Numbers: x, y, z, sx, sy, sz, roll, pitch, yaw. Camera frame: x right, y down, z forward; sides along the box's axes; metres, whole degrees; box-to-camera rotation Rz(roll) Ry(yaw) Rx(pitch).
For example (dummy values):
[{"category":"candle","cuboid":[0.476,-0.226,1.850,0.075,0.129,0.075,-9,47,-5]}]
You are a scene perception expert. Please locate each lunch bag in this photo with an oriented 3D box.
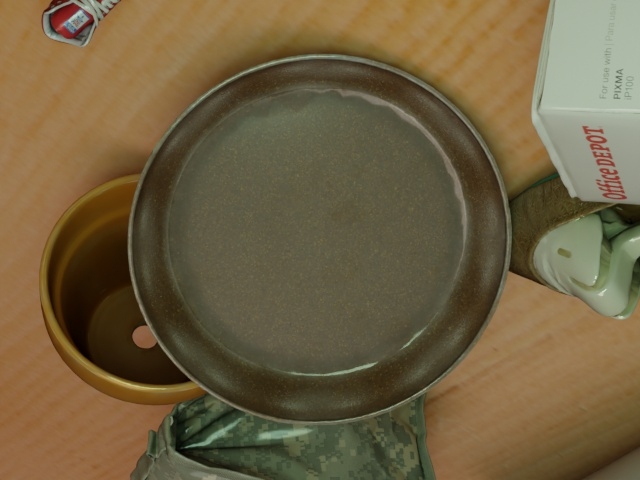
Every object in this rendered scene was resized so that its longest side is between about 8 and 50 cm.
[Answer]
[{"category":"lunch bag","cuboid":[-0.058,0.246,1.247,0.287,0.169,0.235,8,142,-18]}]

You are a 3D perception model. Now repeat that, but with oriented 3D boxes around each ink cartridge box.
[{"category":"ink cartridge box","cuboid":[0.289,-0.092,0.729,0.283,0.117,0.207,6,169,21]}]

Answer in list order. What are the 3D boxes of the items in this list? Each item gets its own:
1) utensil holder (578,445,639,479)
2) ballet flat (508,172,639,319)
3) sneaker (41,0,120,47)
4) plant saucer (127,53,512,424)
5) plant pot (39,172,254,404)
[{"category":"utensil holder","cuboid":[0.349,0.355,1.137,0.327,0.328,0.385,32,135,-14]},{"category":"ballet flat","cuboid":[0.266,-0.006,0.920,0.342,0.124,0.116,-18,130,35]},{"category":"sneaker","cuboid":[-0.170,-0.191,0.927,0.118,0.067,0.042,-24,124,38]},{"category":"plant saucer","cuboid":[0.000,0.000,0.986,0.310,0.050,0.311,-1,106,-3]},{"category":"plant pot","cuboid":[-0.159,0.068,1.125,0.205,0.205,0.188,22,154,-3]}]
